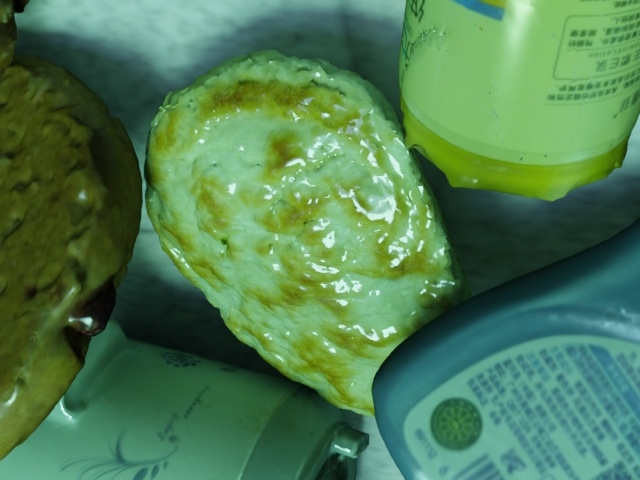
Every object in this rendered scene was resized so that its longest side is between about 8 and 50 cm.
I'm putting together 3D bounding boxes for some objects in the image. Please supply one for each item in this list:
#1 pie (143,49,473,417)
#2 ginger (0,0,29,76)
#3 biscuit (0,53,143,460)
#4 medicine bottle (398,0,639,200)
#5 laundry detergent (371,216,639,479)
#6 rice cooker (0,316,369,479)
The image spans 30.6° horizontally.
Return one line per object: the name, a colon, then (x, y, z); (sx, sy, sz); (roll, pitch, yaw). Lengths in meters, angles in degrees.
pie: (0.000, 0.000, 0.678); (0.201, 0.090, 0.248); (2, 129, 36)
ginger: (-0.218, -0.153, 0.671); (0.103, 0.073, 0.162); (-14, 100, 21)
biscuit: (-0.226, 0.015, 0.699); (0.295, 0.296, 0.075); (-3, 156, 29)
medicine bottle: (0.096, -0.129, 0.498); (0.124, 0.124, 0.239); (19, 134, 13)
laundry detergent: (0.174, 0.050, 0.575); (0.289, 0.094, 0.143); (-33, 88, 11)
rice cooker: (-0.131, 0.189, 0.784); (0.316, 0.264, 0.317); (10, 122, 16)
